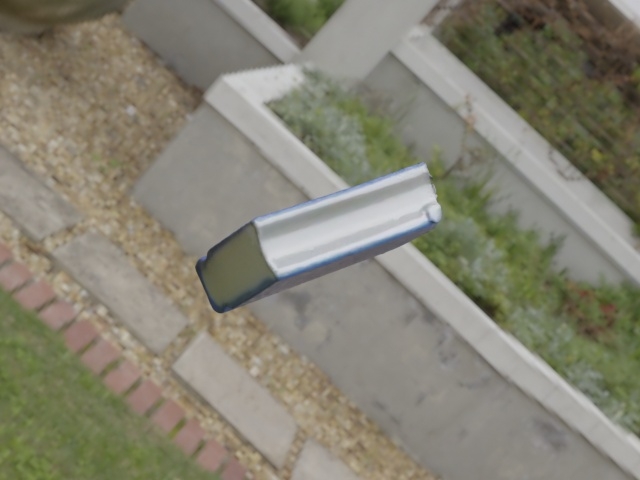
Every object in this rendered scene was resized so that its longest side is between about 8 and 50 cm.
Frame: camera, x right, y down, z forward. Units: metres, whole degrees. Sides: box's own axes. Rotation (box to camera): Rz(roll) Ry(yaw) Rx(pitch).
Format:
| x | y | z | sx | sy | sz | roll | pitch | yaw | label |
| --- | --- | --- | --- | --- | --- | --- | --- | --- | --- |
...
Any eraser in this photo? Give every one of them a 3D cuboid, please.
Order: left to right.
| x | y | z | sx | sy | sz | roll | pitch | yaw | label |
| --- | --- | --- | --- | --- | --- | --- | --- | --- | --- |
| 0.000 | 0.000 | 0.492 | 0.084 | 0.063 | 0.027 | -20 | 83 | -30 | eraser |
